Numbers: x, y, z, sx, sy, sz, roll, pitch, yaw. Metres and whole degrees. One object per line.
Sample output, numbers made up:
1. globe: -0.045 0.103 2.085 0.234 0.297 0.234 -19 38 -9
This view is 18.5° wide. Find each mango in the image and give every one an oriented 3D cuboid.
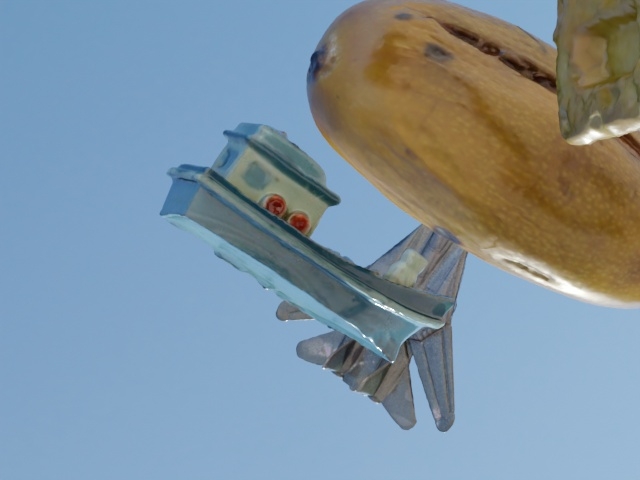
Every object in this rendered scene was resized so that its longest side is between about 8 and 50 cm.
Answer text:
1. mango: 0.127 -0.056 1.240 0.295 0.120 0.177 26 -151 -7

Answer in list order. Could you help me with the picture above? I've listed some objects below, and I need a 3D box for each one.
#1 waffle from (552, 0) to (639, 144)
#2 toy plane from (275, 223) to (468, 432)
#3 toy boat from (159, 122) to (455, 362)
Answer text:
1. waffle: 0.185 -0.193 1.035 0.057 0.168 0.274 5 -101 -25
2. toy plane: 0.101 0.036 1.905 0.267 0.212 0.088 -56 -20 -2
3. toy boat: 0.000 0.000 1.444 0.238 0.109 0.098 35 -99 -20
